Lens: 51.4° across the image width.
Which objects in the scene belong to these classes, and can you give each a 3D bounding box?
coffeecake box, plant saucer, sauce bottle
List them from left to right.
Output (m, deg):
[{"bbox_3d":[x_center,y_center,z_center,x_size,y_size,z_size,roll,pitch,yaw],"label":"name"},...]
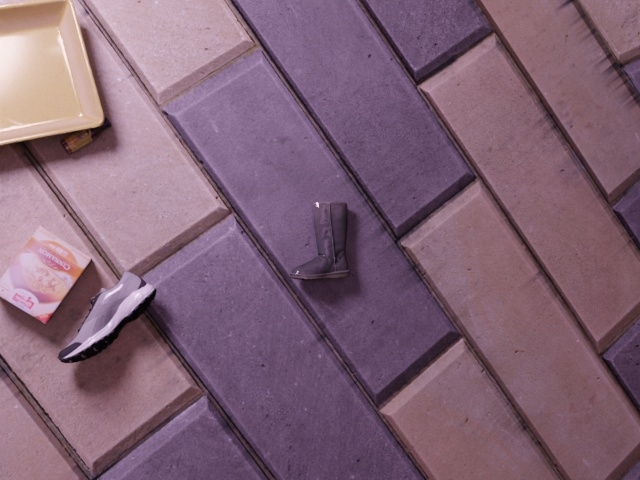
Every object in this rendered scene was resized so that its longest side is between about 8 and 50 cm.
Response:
[{"bbox_3d":[-0.728,-0.396,1.608,0.333,0.081,0.332,-15,89,-18],"label":"plant saucer"},{"bbox_3d":[-0.659,0.082,1.585,0.142,0.068,0.185,34,76,-12],"label":"coffeecake box"},{"bbox_3d":[-0.583,-0.265,1.659,0.128,0.042,0.042,-38,96,-18],"label":"sauce bottle"}]

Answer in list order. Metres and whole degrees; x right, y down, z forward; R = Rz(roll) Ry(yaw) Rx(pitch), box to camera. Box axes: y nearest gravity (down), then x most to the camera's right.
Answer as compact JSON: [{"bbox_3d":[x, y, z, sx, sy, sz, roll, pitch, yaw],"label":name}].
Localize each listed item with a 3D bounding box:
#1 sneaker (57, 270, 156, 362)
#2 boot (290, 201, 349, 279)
[{"bbox_3d":[-0.526,0.188,1.609,0.108,0.100,0.271,42,71,6],"label":"sneaker"},{"bbox_3d":[-0.002,0.000,1.790,0.190,0.076,0.208,-4,92,-31],"label":"boot"}]
